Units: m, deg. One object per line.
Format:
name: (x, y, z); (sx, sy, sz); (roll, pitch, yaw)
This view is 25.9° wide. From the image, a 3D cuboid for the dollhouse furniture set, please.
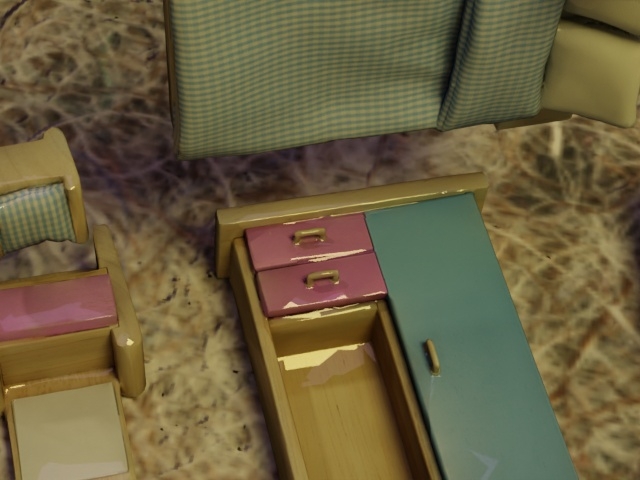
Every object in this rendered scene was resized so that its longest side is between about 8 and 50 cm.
dollhouse furniture set: (0.000, 0.000, 0.530); (0.286, 0.303, 0.198); (-9, 56, -12)
